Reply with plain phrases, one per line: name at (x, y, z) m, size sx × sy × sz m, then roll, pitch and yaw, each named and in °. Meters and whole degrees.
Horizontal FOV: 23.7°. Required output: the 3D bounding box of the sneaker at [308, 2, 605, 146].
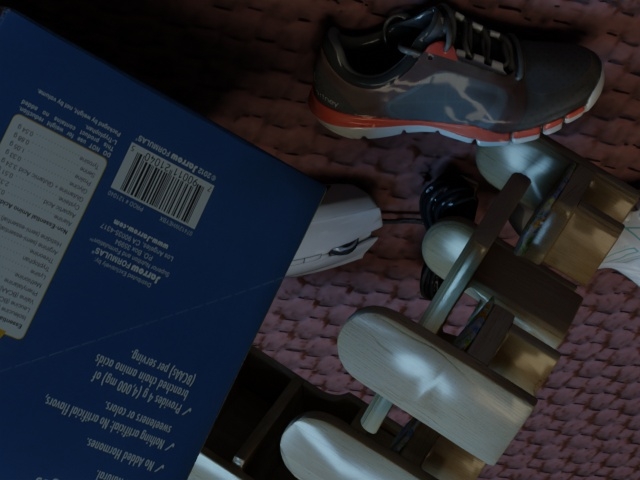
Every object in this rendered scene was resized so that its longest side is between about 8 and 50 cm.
sneaker at (0.072, -0.090, 0.790) m, size 0.157 × 0.061 × 0.065 m, roll -6°, pitch 137°, yaw -4°

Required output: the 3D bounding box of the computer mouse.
computer mouse at (0.000, 0.000, 0.912) m, size 0.193 × 0.042 × 0.106 m, roll 0°, pitch 144°, yaw -11°

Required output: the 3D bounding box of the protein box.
protein box at (-0.143, 0.013, 0.739) m, size 0.199 × 0.201 × 0.136 m, roll 28°, pitch 176°, yaw -38°

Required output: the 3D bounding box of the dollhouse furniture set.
dollhouse furniture set at (0.026, 0.058, 0.815) m, size 0.161 × 0.212 × 0.242 m, roll 32°, pitch 128°, yaw 6°

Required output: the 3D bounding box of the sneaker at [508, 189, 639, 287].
sneaker at (0.181, -0.009, 0.933) m, size 0.152 × 0.054 × 0.061 m, roll 13°, pitch 124°, yaw -30°
